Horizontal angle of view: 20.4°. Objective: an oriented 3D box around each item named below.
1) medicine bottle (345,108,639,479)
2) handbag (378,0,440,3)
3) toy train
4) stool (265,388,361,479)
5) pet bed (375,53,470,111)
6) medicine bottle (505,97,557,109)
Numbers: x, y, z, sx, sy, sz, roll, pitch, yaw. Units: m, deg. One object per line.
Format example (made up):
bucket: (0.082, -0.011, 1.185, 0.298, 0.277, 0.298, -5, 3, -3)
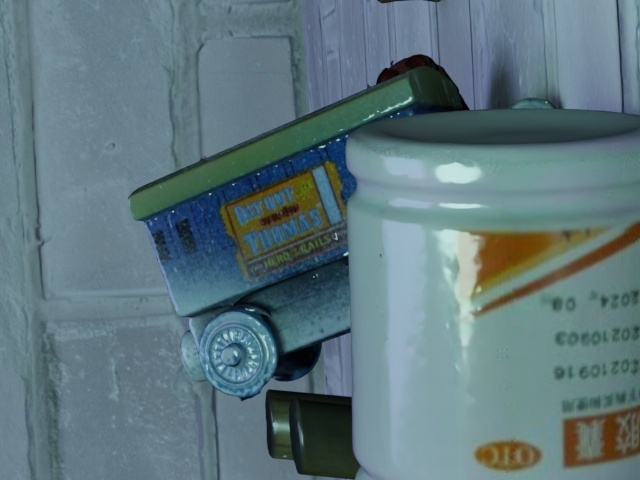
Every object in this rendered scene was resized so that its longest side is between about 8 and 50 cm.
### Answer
medicine bottle: (0.118, 0.085, 1.089, 0.202, 0.202, 0.316, -121, 28, -77)
handbag: (0.085, -0.337, 1.780, 0.151, 0.072, 0.193, -105, 15, -63)
toy train: (0.000, 0.000, 1.407, 0.131, 0.300, 0.202, -8, -102, -66)
stool: (0.084, 0.234, 1.395, 0.310, 0.226, 0.310, 154, 112, -82)
pet bed: (0.098, -0.064, 1.533, 0.201, 0.053, 0.201, 47, -146, -47)
medicine bottle: (0.149, -0.075, 1.415, 0.191, 0.051, 0.051, 143, 124, -82)
